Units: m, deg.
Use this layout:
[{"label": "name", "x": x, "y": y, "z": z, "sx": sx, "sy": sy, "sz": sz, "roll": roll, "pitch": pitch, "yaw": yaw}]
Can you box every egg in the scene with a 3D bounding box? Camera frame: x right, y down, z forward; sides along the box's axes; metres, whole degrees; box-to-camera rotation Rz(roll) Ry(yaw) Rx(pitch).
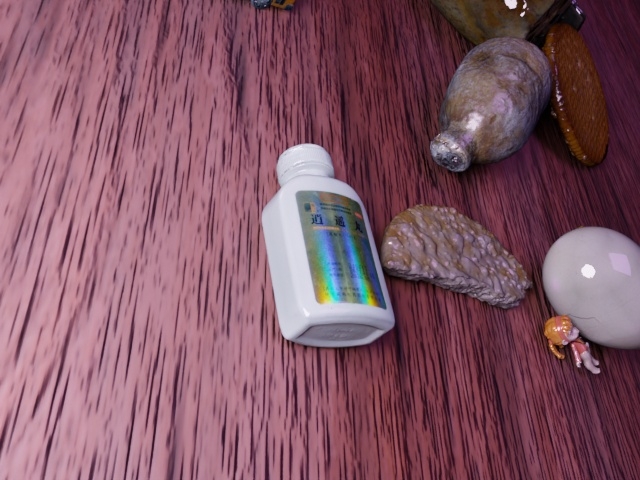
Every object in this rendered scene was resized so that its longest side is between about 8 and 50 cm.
[{"label": "egg", "x": 0.419, "y": 0.074, "z": 0.961, "sx": 0.209, "sy": 0.151, "sz": 0.151, "roll": 49, "pitch": 41, "yaw": -9}]

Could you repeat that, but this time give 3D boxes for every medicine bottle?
[{"label": "medicine bottle", "x": 0.000, "y": 0.000, "z": 0.725, "sx": 0.121, "sy": 0.083, "sz": 0.229, "roll": 8, "pitch": 54, "yaw": -32}]

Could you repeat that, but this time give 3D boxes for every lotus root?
[{"label": "lotus root", "x": 0.282, "y": -0.222, "z": 1.061, "sx": 0.175, "sy": 0.175, "sz": 0.349, "roll": 41, "pitch": 45, "yaw": -6}, {"label": "lotus root", "x": 0.321, "y": -0.530, "z": 1.278, "sx": 0.346, "sy": 0.250, "sz": 0.250, "roll": 48, "pitch": 42, "yaw": 4}]

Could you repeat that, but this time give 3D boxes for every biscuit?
[{"label": "biscuit", "x": 0.182, "y": 0.012, "z": 0.897, "sx": 0.289, "sy": 0.038, "sz": 0.141, "roll": 15, "pitch": 50, "yaw": -33}, {"label": "biscuit", "x": 0.525, "y": -0.299, "z": 1.347, "sx": 0.305, "sy": 0.038, "sz": 0.305, "roll": 17, "pitch": 67, "yaw": -47}]

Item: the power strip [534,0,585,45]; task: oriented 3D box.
[{"label": "power strip", "x": 0.467, "y": -0.529, "z": 1.470, "sx": 0.251, "sy": 0.092, "sz": 0.257, "roll": 46, "pitch": 4, "yaw": 9}]

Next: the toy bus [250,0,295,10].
[{"label": "toy bus", "x": -0.103, "y": -0.402, "z": 0.928, "sx": 0.182, "sy": 0.103, "sz": 0.091, "roll": 0, "pitch": 60, "yaw": -40}]

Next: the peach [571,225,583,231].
[{"label": "peach", "x": 0.429, "y": 0.026, "z": 1.074, "sx": 0.098, "sy": 0.061, "sz": 0.098, "roll": 57, "pitch": 17, "yaw": -29}]

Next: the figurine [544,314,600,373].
[{"label": "figurine", "x": 0.360, "y": 0.152, "z": 0.934, "sx": 0.109, "sy": 0.047, "sz": 0.064, "roll": 44, "pitch": 34, "yaw": -17}]
